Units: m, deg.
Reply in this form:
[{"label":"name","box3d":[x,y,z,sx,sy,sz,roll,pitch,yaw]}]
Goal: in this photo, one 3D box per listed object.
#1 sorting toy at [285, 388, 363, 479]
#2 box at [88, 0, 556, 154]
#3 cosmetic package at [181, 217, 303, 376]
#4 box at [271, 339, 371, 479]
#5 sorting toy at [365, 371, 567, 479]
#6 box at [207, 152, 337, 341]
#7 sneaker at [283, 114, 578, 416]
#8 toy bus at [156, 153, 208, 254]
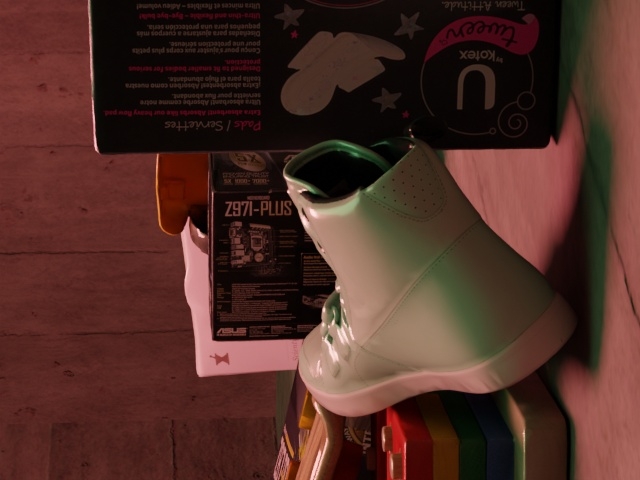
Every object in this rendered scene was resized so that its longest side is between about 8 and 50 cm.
[{"label":"sorting toy","box3d":[-0.002,0.170,1.334,0.307,0.041,0.229,-78,0,-75]},{"label":"box","box3d":[-0.004,-0.133,1.071,0.163,0.247,0.142,-103,13,-72]},{"label":"cosmetic package","box3d":[-0.061,-0.026,2.179,0.385,0.156,0.217,-87,-8,-65]},{"label":"box","box3d":[0.011,0.238,1.685,0.395,0.097,0.318,-142,66,-85]},{"label":"sorting toy","box3d":[0.077,0.191,1.149,0.257,0.089,0.256,-110,19,-76]},{"label":"box","box3d":[0.000,0.000,1.530,0.077,0.180,0.147,-97,7,-55]},{"label":"sneaker","box3d":[0.029,0.011,1.056,0.151,0.094,0.256,53,156,-8]},{"label":"toy bus","box3d":[-0.022,-0.095,1.646,0.211,0.220,0.149,-86,1,-53]}]
